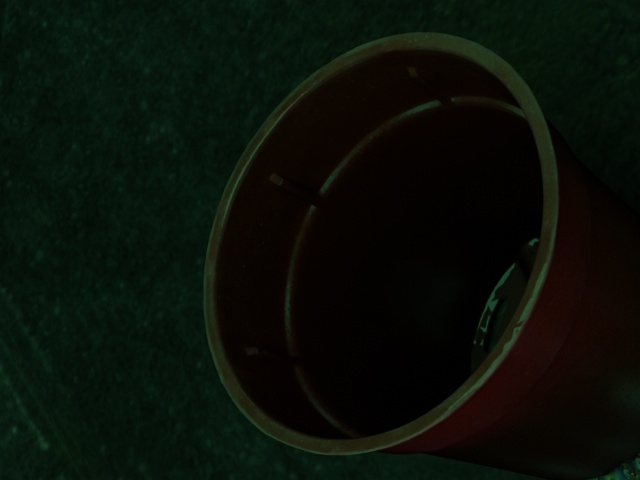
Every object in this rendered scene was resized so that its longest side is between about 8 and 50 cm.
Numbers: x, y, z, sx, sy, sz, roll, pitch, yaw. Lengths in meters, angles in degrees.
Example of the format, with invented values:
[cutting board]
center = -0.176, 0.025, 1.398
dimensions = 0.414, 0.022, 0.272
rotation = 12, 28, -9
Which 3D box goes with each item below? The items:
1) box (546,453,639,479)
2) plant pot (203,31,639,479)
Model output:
[box]
center = 0.220, 0.211, 1.122
dimensions = 0.094, 0.027, 0.137
rotation = -29, 65, 30
[plant pot]
center = 0.109, 0.037, 1.075
dimensions = 0.272, 0.265, 0.272
rotation = -17, 62, 35
